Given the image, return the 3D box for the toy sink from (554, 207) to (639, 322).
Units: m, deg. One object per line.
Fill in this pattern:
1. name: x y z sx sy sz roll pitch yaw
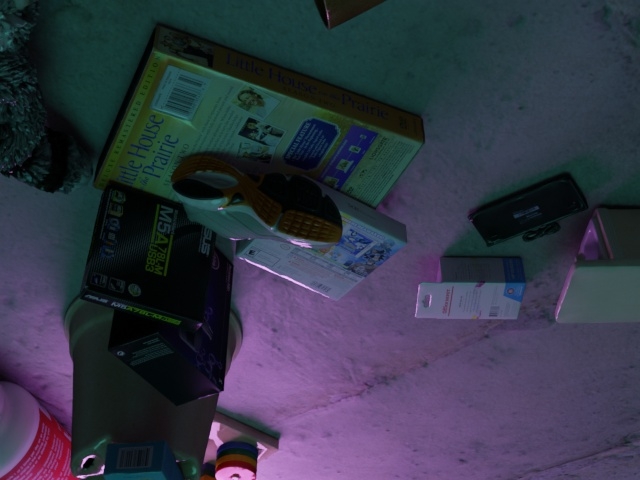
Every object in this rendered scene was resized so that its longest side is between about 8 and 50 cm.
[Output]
1. toy sink: 0.497 0.039 1.742 0.234 0.131 0.153 -2 139 -5

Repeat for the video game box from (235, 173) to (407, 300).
1. video game box: 0.000 0.000 1.676 0.205 0.048 0.187 25 136 -27

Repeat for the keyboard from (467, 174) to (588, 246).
1. keyboard: 0.341 -0.041 1.734 0.180 0.023 0.108 -22 128 25

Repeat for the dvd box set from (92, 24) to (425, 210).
1. dvd box set: -0.099 -0.131 1.606 0.420 0.062 0.308 16 137 -18

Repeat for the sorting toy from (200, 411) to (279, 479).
1. sorting toy: -0.266 0.470 2.279 0.257 0.089 0.255 30 131 -29

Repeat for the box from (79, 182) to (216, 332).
1. box: -0.253 0.025 1.599 0.184 0.191 0.045 18 145 -18

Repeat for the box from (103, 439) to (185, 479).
1. box: -0.280 0.422 1.780 0.100 0.060 0.244 -5 139 7

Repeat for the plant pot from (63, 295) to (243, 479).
1. plant pot: -0.314 0.285 1.902 0.333 0.306 0.334 0 139 0

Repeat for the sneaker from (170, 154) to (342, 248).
1. sneaker: -0.089 -0.041 1.571 0.262 0.099 0.121 20 152 13

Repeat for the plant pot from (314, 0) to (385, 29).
1. plant pot: 0.090 -0.390 1.204 0.254 0.237 0.237 -18 138 0

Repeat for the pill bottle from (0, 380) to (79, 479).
1. pill bottle: -0.626 0.428 2.130 0.229 0.229 0.408 -11 138 14

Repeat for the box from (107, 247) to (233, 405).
1. box: -0.235 0.104 1.725 0.103 0.261 0.184 -18 136 20

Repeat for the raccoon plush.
1. raccoon plush: -0.410 -0.250 1.438 0.299 0.216 0.446 -51 165 10

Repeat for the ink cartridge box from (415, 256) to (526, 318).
1. ink cartridge box: 0.256 0.083 1.846 0.181 0.062 0.104 1 139 -1
